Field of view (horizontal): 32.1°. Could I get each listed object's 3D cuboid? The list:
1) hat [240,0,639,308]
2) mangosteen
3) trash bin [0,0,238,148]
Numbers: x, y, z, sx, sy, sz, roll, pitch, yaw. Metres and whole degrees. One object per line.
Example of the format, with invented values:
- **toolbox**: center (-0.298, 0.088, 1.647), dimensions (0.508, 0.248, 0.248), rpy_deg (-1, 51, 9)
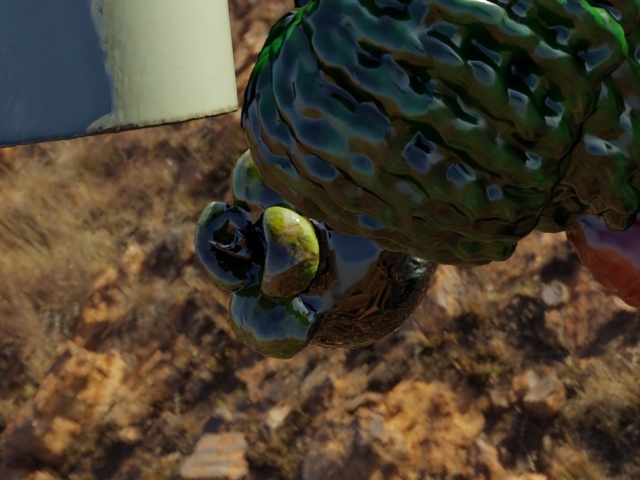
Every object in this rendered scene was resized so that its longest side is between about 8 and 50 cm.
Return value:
- **hat**: center (0.135, -0.078, 0.643), dimensions (0.242, 0.332, 0.274), rpy_deg (-57, 13, 21)
- **mangosteen**: center (0.000, 0.000, 1.067), dimensions (0.243, 0.243, 0.243), rpy_deg (-23, 41, 22)
- **trash bin**: center (-0.211, -0.293, 0.831), dimensions (0.281, 0.431, 0.280), rpy_deg (-8, 9, 1)
